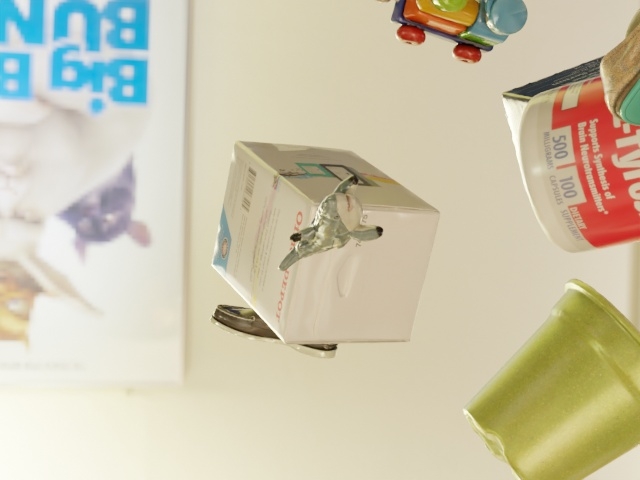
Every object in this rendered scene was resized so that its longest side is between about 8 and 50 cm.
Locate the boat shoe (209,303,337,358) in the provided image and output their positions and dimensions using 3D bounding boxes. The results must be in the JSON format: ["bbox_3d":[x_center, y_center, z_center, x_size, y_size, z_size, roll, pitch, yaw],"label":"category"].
[{"bbox_3d":[-0.075,0.140,2.220,0.227,0.069,0.081,14,-165,1],"label":"boat shoe"}]

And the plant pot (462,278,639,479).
[{"bbox_3d":[0.359,0.241,1.886,0.254,0.276,0.276,-38,-177,-4],"label":"plant pot"}]

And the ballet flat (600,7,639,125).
[{"bbox_3d":[0.408,-0.262,1.387,0.107,0.106,0.316,19,130,-30],"label":"ballet flat"}]

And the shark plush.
[{"bbox_3d":[-0.005,-0.016,1.380,0.067,0.073,0.161,-14,174,-38],"label":"shark plush"}]

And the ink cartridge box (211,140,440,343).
[{"bbox_3d":[0.000,0.000,1.779,0.197,0.198,0.270,2,-160,-28],"label":"ink cartridge box"}]

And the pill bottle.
[{"bbox_3d":[0.484,-0.129,1.666,0.407,0.229,0.229,-13,172,31],"label":"pill bottle"}]

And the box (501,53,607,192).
[{"bbox_3d":[0.547,-0.193,2.264,0.293,0.212,0.395,-21,-163,-13],"label":"box"}]

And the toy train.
[{"bbox_3d":[0.145,-0.321,1.720,0.248,0.105,0.143,15,177,-17],"label":"toy train"}]
